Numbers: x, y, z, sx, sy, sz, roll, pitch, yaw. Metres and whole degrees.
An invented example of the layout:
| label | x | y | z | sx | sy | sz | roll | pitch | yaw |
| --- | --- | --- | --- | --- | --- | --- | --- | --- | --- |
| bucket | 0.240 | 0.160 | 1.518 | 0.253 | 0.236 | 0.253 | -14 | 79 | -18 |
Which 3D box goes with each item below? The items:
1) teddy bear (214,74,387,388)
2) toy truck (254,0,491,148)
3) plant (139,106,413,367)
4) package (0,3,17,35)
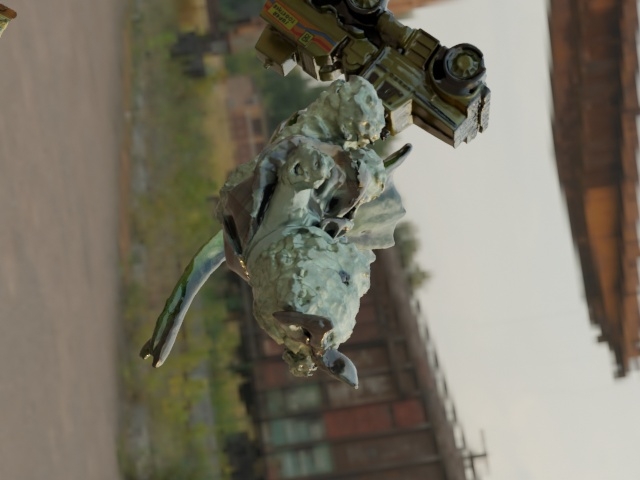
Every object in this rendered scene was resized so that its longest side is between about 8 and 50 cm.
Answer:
| label | x | y | z | sx | sy | sz | roll | pitch | yaw |
| --- | --- | --- | --- | --- | --- | --- | --- | --- | --- |
| teddy bear | -0.019 | -0.006 | 0.977 | 0.133 | 0.111 | 0.213 | 82 | 14 | -49 |
| toy truck | 0.059 | -0.186 | 1.596 | 0.127 | 0.257 | 0.127 | -54 | 166 | -12 |
| plant | -0.026 | -0.005 | 1.575 | 0.333 | 0.180 | 0.251 | -49 | 157 | -67 |
| package | -0.358 | -0.191 | 1.504 | 0.031 | 0.108 | 0.120 | -14 | 131 | -62 |
